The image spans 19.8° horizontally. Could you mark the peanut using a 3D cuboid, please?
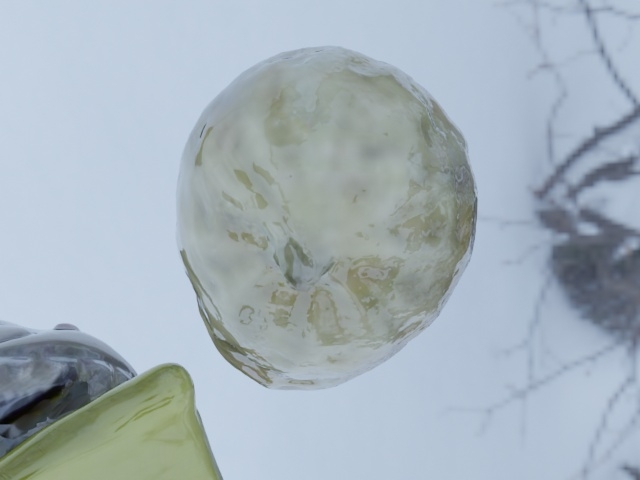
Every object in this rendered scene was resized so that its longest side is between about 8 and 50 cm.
[{"bbox_3d":[0.000,0.000,0.797,0.224,0.129,0.129,90,11,-72],"label":"peanut"}]

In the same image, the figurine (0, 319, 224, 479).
[{"bbox_3d":[-0.251,0.207,1.286,0.266,0.378,0.361,-18,118,-35],"label":"figurine"}]
